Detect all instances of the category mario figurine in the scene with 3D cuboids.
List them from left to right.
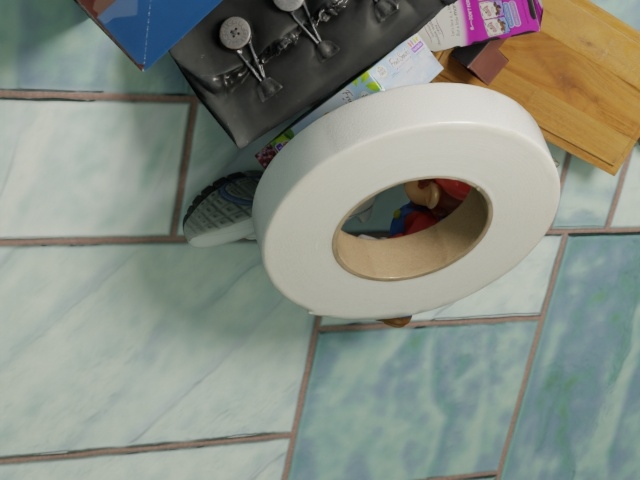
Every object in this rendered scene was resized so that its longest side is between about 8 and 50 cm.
[{"bbox_3d":[0.130,-0.048,2.035,0.170,0.198,0.320,13,123,-11],"label":"mario figurine"}]

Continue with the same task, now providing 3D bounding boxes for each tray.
[{"bbox_3d":[0.323,-0.256,2.060,0.411,0.076,0.202,22,104,-34],"label":"tray"}]

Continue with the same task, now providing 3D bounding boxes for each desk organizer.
[{"bbox_3d":[0.240,-0.275,1.931,0.130,0.047,0.050,-49,129,4],"label":"desk organizer"}]

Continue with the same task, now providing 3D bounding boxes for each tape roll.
[{"bbox_3d":[0.106,-0.038,1.817,0.392,0.072,0.392,-10,143,-8],"label":"tape roll"}]

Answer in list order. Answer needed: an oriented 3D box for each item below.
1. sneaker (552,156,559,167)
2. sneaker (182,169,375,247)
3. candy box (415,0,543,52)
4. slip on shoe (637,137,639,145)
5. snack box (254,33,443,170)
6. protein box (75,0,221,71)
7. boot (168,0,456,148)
[{"bbox_3d":[0.267,-0.091,2.044,0.083,0.222,0.118,41,97,3],"label":"sneaker"},{"bbox_3d":[-0.043,-0.036,1.967,0.297,0.111,0.129,-17,128,-18],"label":"sneaker"},{"bbox_3d":[0.153,-0.328,1.851,0.233,0.071,0.159,-9,124,19],"label":"candy box"},{"bbox_3d":[0.549,-0.153,2.255,0.135,0.041,0.051,12,110,-32],"label":"slip on shoe"},{"bbox_3d":[0.038,-0.164,1.845,0.207,0.174,0.070,-33,97,33],"label":"snack box"},{"bbox_3d":[-0.202,-0.334,1.655,0.200,0.201,0.136,-43,127,-1],"label":"protein box"},{"bbox_3d":[-0.012,-0.372,1.758,0.445,0.367,0.146,-33,168,17],"label":"boot"}]
